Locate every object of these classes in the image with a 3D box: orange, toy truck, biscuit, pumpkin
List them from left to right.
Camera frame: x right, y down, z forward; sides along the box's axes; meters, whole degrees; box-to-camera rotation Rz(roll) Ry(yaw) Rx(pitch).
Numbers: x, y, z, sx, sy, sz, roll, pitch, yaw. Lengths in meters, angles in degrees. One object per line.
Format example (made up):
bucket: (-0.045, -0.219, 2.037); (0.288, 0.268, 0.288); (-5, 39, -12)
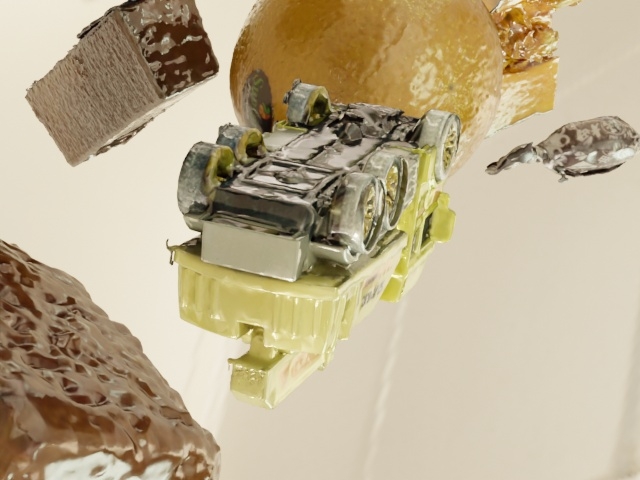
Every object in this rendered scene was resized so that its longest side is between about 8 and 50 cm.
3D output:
biscuit: (-0.299, 0.137, 1.608); (0.395, 0.343, 0.166); (40, -76, 30)
toy truck: (0.000, 0.000, 1.082); (0.272, 0.124, 0.157); (-40, 140, -65)
orange: (0.044, -0.161, 1.651); (0.274, 0.274, 0.274); (-50, -153, 37)
pumpkin: (0.206, -0.209, 1.883); (0.280, 0.139, 0.190); (-168, -118, -68)

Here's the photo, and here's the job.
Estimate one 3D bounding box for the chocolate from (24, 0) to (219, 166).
chocolate: (-0.217, -0.175, 1.842); (0.112, 0.112, 0.321); (-26, 180, -31)

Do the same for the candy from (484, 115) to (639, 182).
candy: (0.265, -0.095, 1.573); (0.094, 0.226, 0.051); (95, -20, -64)
